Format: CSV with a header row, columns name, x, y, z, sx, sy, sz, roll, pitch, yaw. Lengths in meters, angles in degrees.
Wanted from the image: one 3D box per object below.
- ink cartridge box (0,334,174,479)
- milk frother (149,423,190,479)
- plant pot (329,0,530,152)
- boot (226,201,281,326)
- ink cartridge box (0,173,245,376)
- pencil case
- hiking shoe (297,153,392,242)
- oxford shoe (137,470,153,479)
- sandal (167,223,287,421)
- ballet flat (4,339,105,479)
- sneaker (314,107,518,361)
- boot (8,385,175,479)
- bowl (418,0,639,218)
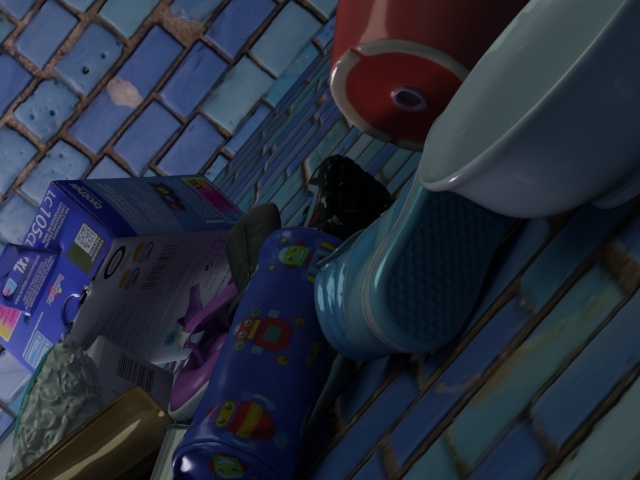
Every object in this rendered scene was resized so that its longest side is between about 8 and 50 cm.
name,x,y,z,sx,sy,sz,roll,pitch,yaw
ink cartridge box,-0.352,0.334,2.098,0.309,0.130,0.271,-45,24,32
milk frother,-0.172,0.259,1.553,0.129,0.143,0.134,122,167,-64
plant pot,0.134,-0.255,1.809,0.275,0.275,0.243,-37,28,53
boot,-0.061,0.014,2.057,0.190,0.076,0.208,-37,21,22
ink cartridge box,-0.307,0.052,2.231,0.395,0.151,0.270,-7,-48,-56
pencil case,-0.047,0.131,1.521,0.133,0.119,0.306,82,-158,-47
hiking shoe,0.000,0.000,1.841,0.132,0.113,0.304,-45,12,28
oxford shoe,-0.246,0.346,1.651,0.146,0.140,0.397,-30,24,49
sandal,-0.150,0.103,2.154,0.169,0.102,0.416,-45,12,33
ballet flat,-0.309,0.310,1.801,0.147,0.147,0.408,-37,32,53
sneaker,0.096,-0.018,1.468,0.319,0.127,0.208,-56,13,-27
boot,-0.299,0.254,1.668,0.269,0.089,0.236,-38,33,-14
bowl,0.225,-0.120,1.242,0.298,0.134,0.298,-49,10,12
